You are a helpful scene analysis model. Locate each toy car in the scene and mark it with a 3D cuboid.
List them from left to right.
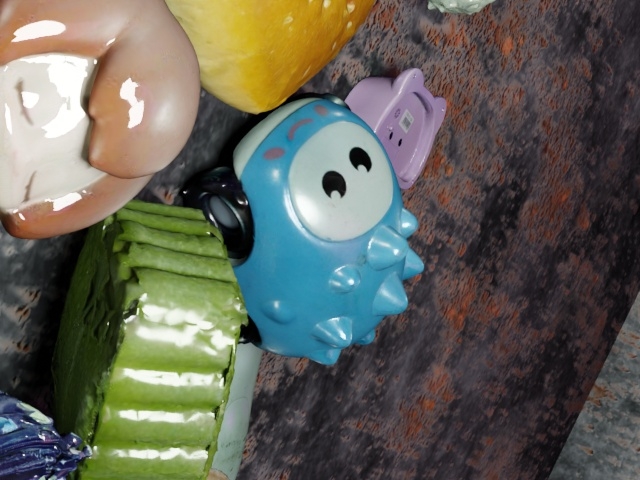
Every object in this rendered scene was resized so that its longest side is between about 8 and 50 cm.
[{"bbox_3d":[0.000,0.000,1.347,0.188,0.190,0.255,-42,145,-38],"label":"toy car"}]

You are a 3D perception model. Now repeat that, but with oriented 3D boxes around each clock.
[{"bbox_3d":[0.073,-0.123,1.535,0.110,0.050,0.152,-63,155,-4],"label":"clock"}]

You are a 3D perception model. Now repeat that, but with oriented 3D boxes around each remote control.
[{"bbox_3d":[-0.099,0.180,1.488,0.097,0.045,0.256,-16,125,-58],"label":"remote control"}]

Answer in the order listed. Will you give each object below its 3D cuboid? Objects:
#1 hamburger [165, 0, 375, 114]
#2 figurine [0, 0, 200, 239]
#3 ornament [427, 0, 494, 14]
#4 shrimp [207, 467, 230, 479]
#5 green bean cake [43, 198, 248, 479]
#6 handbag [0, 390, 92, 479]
[{"bbox_3d":[-0.044,-0.251,1.054,0.290,0.170,0.314,-54,153,-43],"label":"hamburger"},{"bbox_3d":[-0.232,-0.067,0.822,0.388,0.248,0.277,-29,141,-37],"label":"figurine"},{"bbox_3d":[0.108,-0.302,1.358,0.130,0.120,0.285,-62,154,-2],"label":"ornament"},{"bbox_3d":[-0.168,0.261,1.375,0.168,0.077,0.317,-48,151,-9],"label":"shrimp"},{"bbox_3d":[-0.140,0.088,1.146,0.113,0.200,0.214,9,115,-20],"label":"green bean cake"},{"bbox_3d":[-0.281,0.154,0.976,0.260,0.162,0.113,-14,126,-55],"label":"handbag"}]
